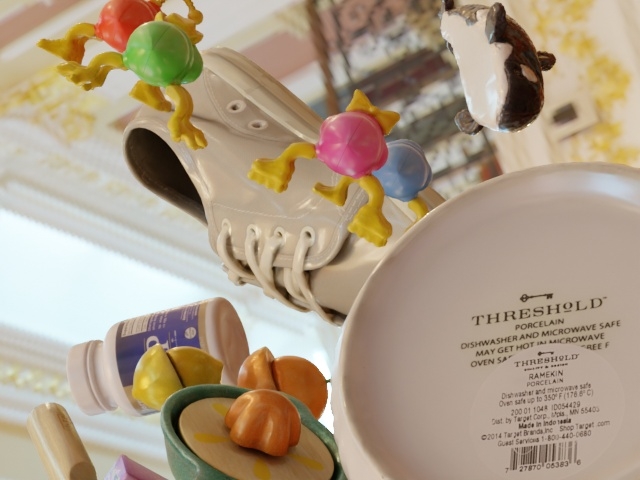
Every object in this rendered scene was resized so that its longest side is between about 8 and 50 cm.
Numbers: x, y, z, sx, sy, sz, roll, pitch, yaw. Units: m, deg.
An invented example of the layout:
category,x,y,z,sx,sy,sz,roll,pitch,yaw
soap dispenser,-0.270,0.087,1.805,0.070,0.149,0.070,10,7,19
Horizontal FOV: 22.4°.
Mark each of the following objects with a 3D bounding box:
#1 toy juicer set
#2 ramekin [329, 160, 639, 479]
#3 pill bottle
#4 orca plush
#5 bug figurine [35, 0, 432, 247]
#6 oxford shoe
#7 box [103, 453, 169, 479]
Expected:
category,x,y,z,sx,sy,sz,roll,pitch,yaw
toy juicer set,-0.071,0.124,1.104,0.209,0.089,0.329,36,-154,34
ramekin,0.102,0.064,0.652,0.109,0.207,0.207,56,-156,-47
pill bottle,-0.182,0.136,1.804,0.112,0.186,0.112,-15,-90,-76
orca plush,0.209,-0.192,1.816,0.287,0.102,0.151,-131,49,-72
bug figurine,-0.035,-0.081,0.962,0.279,0.072,0.216,28,-173,-3
oxford shoe,0.000,0.000,1.180,0.449,0.130,0.169,37,158,41
box,-0.220,0.411,1.823,0.201,0.293,0.057,32,-172,-21
